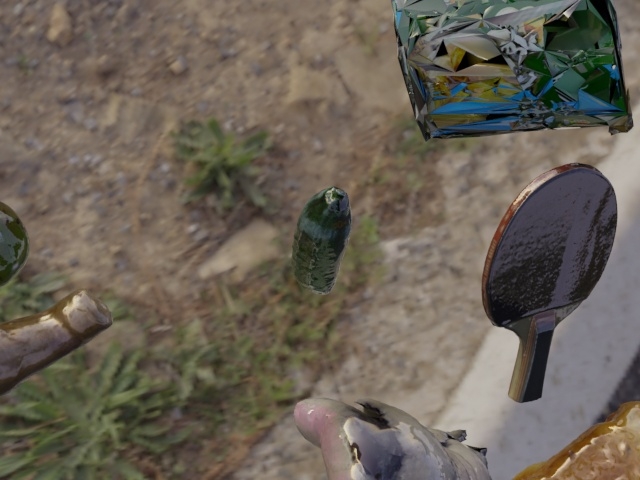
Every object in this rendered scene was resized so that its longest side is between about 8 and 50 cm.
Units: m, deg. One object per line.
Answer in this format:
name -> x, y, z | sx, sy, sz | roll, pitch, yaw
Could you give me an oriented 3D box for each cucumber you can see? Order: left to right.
cucumber -> 0.000, 0.000, 1.534 | 0.056, 0.250, 0.056 | 2, 64, -5

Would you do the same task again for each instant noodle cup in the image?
instant noodle cup -> 0.161, -0.190, 1.306 | 0.240, 0.178, 0.240 | -10, 90, -79

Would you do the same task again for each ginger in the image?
ginger -> -0.313, 0.114, 1.077 | 0.333, 0.166, 0.080 | -26, 84, -46

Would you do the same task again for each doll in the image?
doll -> 0.058, 0.165, 0.954 | 0.192, 0.095, 0.149 | 40, 35, -50

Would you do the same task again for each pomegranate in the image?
pomegranate -> -0.264, 0.005, 1.166 | 0.073, 0.084, 0.073 | 25, 54, -40

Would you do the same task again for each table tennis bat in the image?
table tennis bat -> 0.179, 0.038, 1.218 | 0.130, 0.019, 0.220 | -14, 125, -30

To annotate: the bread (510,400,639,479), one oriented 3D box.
bread -> 0.292, 0.301, 1.230 | 0.195, 0.149, 0.344 | -36, 67, 1
